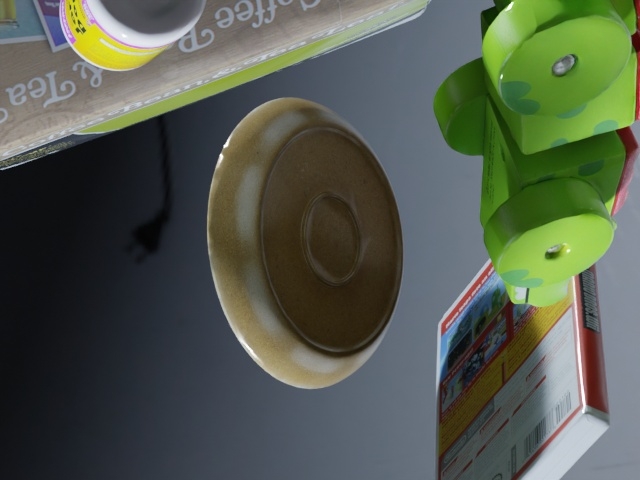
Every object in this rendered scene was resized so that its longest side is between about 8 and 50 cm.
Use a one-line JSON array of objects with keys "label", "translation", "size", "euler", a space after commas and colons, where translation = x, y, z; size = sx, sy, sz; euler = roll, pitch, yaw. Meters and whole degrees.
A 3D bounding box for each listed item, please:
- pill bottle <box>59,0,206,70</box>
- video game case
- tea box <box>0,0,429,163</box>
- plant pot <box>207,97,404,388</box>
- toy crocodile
[{"label": "pill bottle", "translation": [-0.071, -0.086, 0.591], "size": [0.083, 0.043, 0.043], "euler": [168, 107, -72]}, {"label": "video game case", "translation": [0.149, 0.098, 1.250], "size": [0.204, 0.025, 0.285], "euler": [-55, 18, 35]}, {"label": "tea box", "translation": [-0.116, -0.192, 1.025], "size": [0.329, 0.323, 0.220], "euler": [-20, 95, 3]}, {"label": "plant pot", "translation": [0.000, 0.000, 1.302], "size": [0.032, 0.236, 0.236], "euler": [-8, 79, 39]}, {"label": "toy crocodile", "translation": [0.120, -0.080, 0.812], "size": [0.105, 0.340, 0.115], "euler": [-14, 53, -6]}]
